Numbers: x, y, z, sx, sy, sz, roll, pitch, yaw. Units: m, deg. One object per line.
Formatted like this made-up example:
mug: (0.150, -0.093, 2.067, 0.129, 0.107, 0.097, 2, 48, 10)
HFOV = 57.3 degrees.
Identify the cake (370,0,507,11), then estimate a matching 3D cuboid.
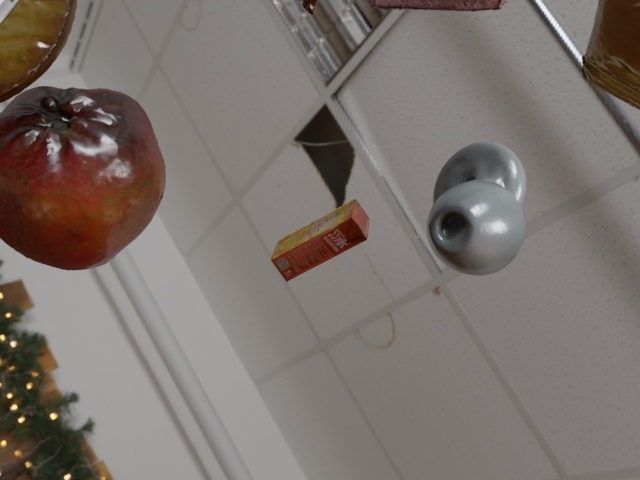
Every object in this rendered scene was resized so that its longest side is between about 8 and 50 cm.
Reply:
cake: (0.235, -0.500, 1.119, 0.295, 0.113, 0.116, 0, -61, 3)

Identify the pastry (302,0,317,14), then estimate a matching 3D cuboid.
pastry: (-0.012, -0.389, 0.817, 0.169, 0.063, 0.087, 157, -51, -75)

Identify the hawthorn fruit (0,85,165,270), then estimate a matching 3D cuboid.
hawthorn fruit: (-0.349, -0.073, 0.852, 0.254, 0.254, 0.300, 47, -27, 20)

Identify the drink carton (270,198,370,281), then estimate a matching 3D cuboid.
drink carton: (0.000, 0.000, 1.324, 0.223, 0.096, 0.071, -28, -69, 22)

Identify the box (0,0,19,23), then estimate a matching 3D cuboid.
box: (-0.340, -0.227, 0.585, 0.117, 0.051, 0.036, -5, -36, 46)

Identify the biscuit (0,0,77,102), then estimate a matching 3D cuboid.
biscuit: (-0.441, -0.296, 0.659, 0.040, 0.318, 0.318, 175, -106, -77)

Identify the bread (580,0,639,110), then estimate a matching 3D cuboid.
bread: (0.304, -0.207, 0.412, 0.156, 0.204, 0.288, 33, -20, 23)

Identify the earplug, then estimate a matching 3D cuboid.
earplug: (0.299, -0.070, 1.159, 0.175, 0.325, 0.214, 38, -53, -17)
